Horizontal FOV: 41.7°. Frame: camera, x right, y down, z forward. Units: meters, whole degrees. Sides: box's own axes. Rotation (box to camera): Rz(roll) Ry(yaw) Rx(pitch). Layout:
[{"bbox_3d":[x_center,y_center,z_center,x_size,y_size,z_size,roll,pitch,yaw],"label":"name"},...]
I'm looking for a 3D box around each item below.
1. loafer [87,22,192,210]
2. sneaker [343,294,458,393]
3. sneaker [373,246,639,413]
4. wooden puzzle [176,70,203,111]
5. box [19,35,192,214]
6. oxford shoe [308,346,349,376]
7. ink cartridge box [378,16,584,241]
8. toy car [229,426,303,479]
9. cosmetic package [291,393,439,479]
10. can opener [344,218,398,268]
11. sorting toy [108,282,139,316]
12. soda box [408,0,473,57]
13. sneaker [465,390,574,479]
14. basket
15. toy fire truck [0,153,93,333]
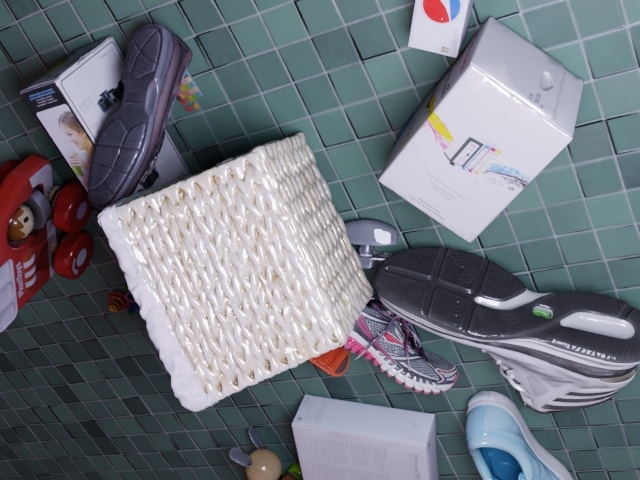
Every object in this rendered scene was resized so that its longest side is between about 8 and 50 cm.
[{"bbox_3d":[-0.273,-0.184,1.323,0.109,0.095,0.302,17,90,35],"label":"loafer"},{"bbox_3d":[0.132,0.179,1.536,0.299,0.121,0.112,32,101,-14],"label":"sneaker"},{"bbox_3d":[0.295,0.181,1.413,0.448,0.169,0.257,17,139,12],"label":"sneaker"},{"bbox_3d":[-0.228,-0.255,1.411,0.049,0.006,0.083,-20,117,33],"label":"wooden puzzle"},{"bbox_3d":[-0.352,-0.175,1.420,0.087,0.169,0.289,-8,124,32],"label":"box"},{"bbox_3d":[-0.052,0.160,1.622,0.271,0.097,0.098,48,149,-11],"label":"oxford shoe"},{"bbox_3d":[0.227,-0.156,1.189,0.168,0.171,0.232,34,131,-5],"label":"ink cartridge box"},{"bbox_3d":[-0.138,0.523,1.897,0.149,0.155,0.188,-21,106,34],"label":"toy car"},{"bbox_3d":[0.110,0.510,1.811,0.285,0.097,0.377,7,129,20],"label":"cosmetic package"},{"bbox_3d":[0.000,0.000,1.489,0.284,0.076,0.095,6,97,18],"label":"can opener"},{"bbox_3d":[-0.408,0.129,1.763,0.102,0.042,0.061,-26,113,36],"label":"sorting toy"},{"bbox_3d":[0.173,-0.360,1.120,0.074,0.069,0.216,16,130,11],"label":"soda box"},{"bbox_3d":[0.381,0.467,1.628,0.135,0.150,0.366,-26,113,37],"label":"sneaker"},{"bbox_3d":[-0.110,0.033,1.300,0.267,0.328,0.331,-21,96,14],"label":"basket"},{"bbox_3d":[-0.565,0.003,1.588,0.170,0.254,0.302,19,131,7],"label":"toy fire truck"}]
